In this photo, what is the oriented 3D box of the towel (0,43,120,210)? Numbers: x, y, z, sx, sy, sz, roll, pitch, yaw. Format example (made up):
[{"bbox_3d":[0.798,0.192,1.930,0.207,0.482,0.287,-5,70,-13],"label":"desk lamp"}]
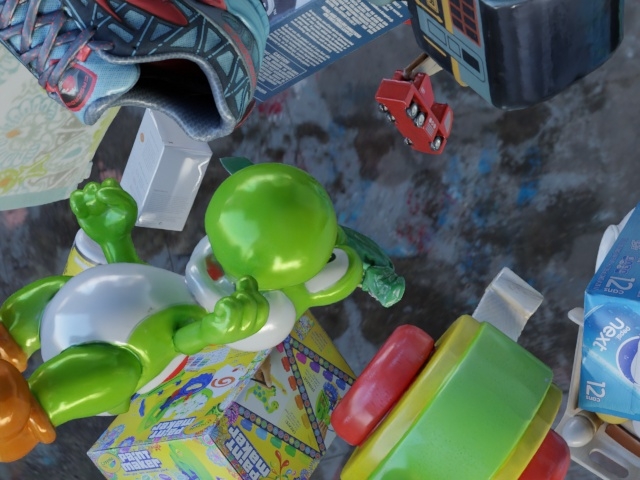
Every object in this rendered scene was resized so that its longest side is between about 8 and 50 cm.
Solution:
[{"bbox_3d":[-0.353,-0.169,1.199,0.090,0.374,0.320,42,117,18],"label":"towel"}]

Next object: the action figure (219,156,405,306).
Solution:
[{"bbox_3d":[0.000,0.000,1.083,0.232,0.137,0.063,34,96,40],"label":"action figure"}]

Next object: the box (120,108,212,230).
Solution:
[{"bbox_3d":[-0.273,-0.124,1.888,0.091,0.170,0.130,7,34,-30],"label":"box"}]

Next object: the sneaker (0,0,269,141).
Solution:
[{"bbox_3d":[-0.149,-0.140,0.682,0.262,0.104,0.125,17,60,-26],"label":"sneaker"}]

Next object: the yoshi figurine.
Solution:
[{"bbox_3d":[-0.129,0.032,0.900,0.362,0.203,0.203,-20,92,-21],"label":"yoshi figurine"}]

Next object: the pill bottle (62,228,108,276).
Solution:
[{"bbox_3d":[-0.395,0.068,1.870,0.103,0.184,0.103,19,33,-13],"label":"pill bottle"}]

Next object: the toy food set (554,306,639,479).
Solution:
[{"bbox_3d":[0.472,0.271,1.716,0.220,0.306,0.092,31,51,34],"label":"toy food set"}]

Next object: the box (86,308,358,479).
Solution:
[{"bbox_3d":[-0.141,0.270,1.620,0.177,0.290,0.279,56,46,-18],"label":"box"}]

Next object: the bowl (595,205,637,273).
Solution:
[{"bbox_3d":[0.585,0.051,1.972,0.134,0.298,0.297,9,73,1],"label":"bowl"}]

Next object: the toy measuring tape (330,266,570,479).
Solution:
[{"bbox_3d":[0.092,0.071,0.596,0.121,0.121,0.330,38,35,5],"label":"toy measuring tape"}]

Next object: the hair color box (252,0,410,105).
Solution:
[{"bbox_3d":[0.009,-0.286,1.082,0.347,0.105,0.173,-26,60,25],"label":"hair color box"}]

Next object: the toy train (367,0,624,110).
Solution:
[{"bbox_3d":[0.080,-0.228,0.592,0.142,0.334,0.190,-32,52,-12],"label":"toy train"}]

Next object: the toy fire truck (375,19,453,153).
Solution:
[{"bbox_3d":[0.123,-0.205,1.327,0.047,0.192,0.135,15,74,32],"label":"toy fire truck"}]

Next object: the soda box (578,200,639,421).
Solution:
[{"bbox_3d":[0.205,0.018,0.601,0.067,0.071,0.210,10,28,27],"label":"soda box"}]
